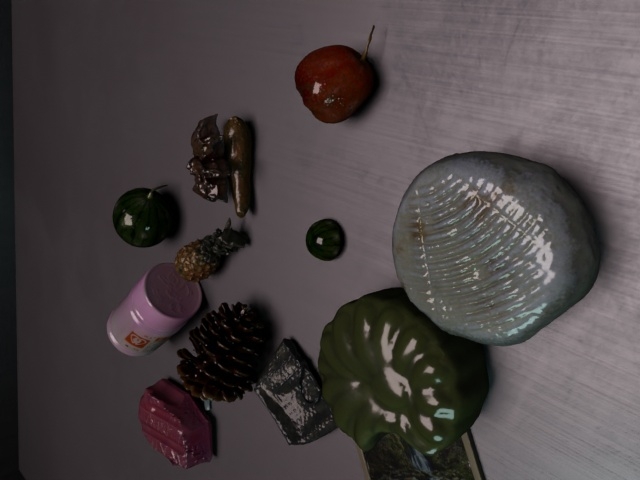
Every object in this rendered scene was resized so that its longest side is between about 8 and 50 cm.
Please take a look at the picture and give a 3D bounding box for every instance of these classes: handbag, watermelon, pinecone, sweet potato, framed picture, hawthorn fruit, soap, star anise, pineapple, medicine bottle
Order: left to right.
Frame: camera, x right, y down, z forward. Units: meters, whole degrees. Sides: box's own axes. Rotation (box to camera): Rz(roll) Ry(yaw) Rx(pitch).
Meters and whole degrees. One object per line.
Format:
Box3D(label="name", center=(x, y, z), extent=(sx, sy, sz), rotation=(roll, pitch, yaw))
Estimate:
Box3D(label="watermelon", center=(-0.566, -0.080, 1.666), extent=(0.188, 0.188, 0.215), rotation=(54, 134, 21))
Box3D(label="medicine bottle", center=(-0.541, 0.230, 1.684), extent=(0.316, 0.202, 0.202), rotation=(-39, 71, 39))
Box3D(label="soap", center=(-0.500, 0.616, 1.763), extent=(0.324, 0.127, 0.220), rotation=(9, 102, 41))
Box3D(label="star anise", center=(-0.309, -0.214, 1.410), extent=(0.223, 0.109, 0.236), rotation=(-176, 78, -69))
Box3D(label="pineapple", center=(-0.316, 0.031, 1.516), extent=(0.248, 0.128, 0.128), rotation=(-31, 76, 34))
Box3D(label="pinecone", center=(-0.260, 0.306, 1.446), extent=(0.246, 0.246, 0.292), rotation=(36, 104, 32))
Box3D(label="sweet potato", center=(-0.222, -0.199, 1.418), extent=(0.075, 0.075, 0.273), rotation=(9, 106, 41))
Box3D(label="handbag", center=(-0.062, 0.409, 1.375), extent=(0.175, 0.088, 0.270), rotation=(-50, 64, 27))
Box3D(label="watermelon", center=(0.000, 0.000, 1.257), extent=(0.105, 0.062, 0.106), rotation=(7, 99, 50))
Box3D(label="hawthorn fruit", center=(0.050, -0.352, 1.114), extent=(0.203, 0.162, 0.163), rotation=(-25, 80, 23))
Box3D(label="framed picture", center=(0.213, 0.497, 1.178), extent=(0.324, 0.020, 0.241), rotation=(-19, 83, 42))

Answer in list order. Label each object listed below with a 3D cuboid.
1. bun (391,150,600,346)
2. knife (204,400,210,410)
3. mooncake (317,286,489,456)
Box3D(label="bun", center=(0.292, 0.004, 0.908), extent=(0.354, 0.194, 0.355), rotation=(11, 107, 39))
Box3D(label="knife", center=(-0.359, 0.459, 1.686), extent=(0.028, 0.015, 0.210), rotation=(24, 112, 44))
Box3D(label="mooncake", center=(0.156, 0.265, 1.071), extent=(0.351, 0.187, 0.351), rotation=(4, 96, 45))
